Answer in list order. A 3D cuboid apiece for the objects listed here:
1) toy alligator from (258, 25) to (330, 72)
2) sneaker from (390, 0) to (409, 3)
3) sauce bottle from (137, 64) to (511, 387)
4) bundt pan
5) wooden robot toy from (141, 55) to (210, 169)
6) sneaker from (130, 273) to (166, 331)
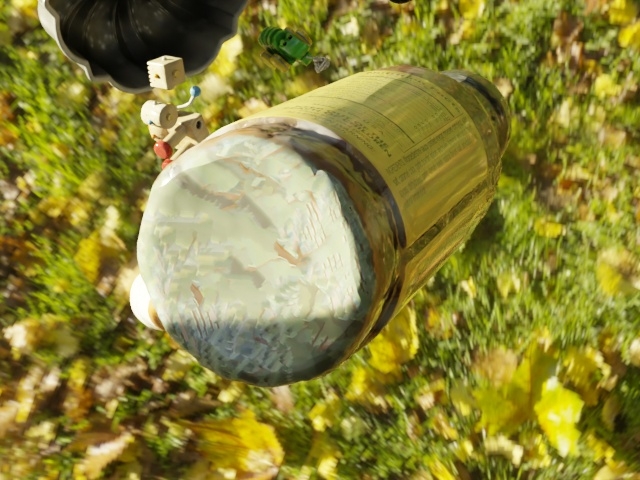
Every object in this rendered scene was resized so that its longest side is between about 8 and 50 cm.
[{"bbox_3d":[-0.043,-0.259,1.679,0.056,0.190,0.051,-48,117,-6],"label":"toy alligator"},{"bbox_3d":[0.090,-0.303,1.147,0.170,0.051,0.089,-62,35,14],"label":"sneaker"},{"bbox_3d":[0.030,-0.029,0.639,0.111,0.344,0.111,5,104,19],"label":"sauce bottle"},{"bbox_3d":[-0.254,-0.372,1.698,0.124,0.331,0.330,29,81,43],"label":"bundt pan"},{"bbox_3d":[-0.169,-0.122,1.386,0.079,0.173,0.076,17,50,39],"label":"wooden robot toy"},{"bbox_3d":[-0.059,0.056,1.424,0.290,0.123,0.105,-15,105,-22],"label":"sneaker"}]
